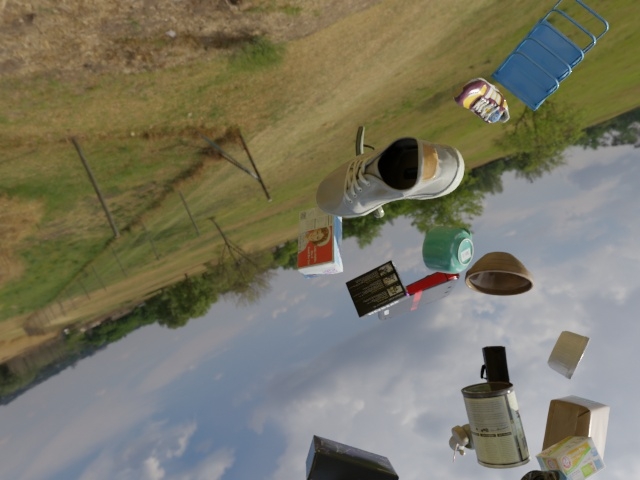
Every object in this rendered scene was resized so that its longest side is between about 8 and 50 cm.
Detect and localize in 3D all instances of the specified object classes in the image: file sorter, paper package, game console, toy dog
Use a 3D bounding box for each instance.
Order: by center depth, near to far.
[{"bbox_3d":[0.460,-0.378,0.859,0.170,0.118,0.104,-49,176,-5],"label":"file sorter"},{"bbox_3d":[0.394,0.226,1.772,0.342,0.060,0.386,-21,159,2],"label":"game console"},{"bbox_3d":[1.121,0.855,1.878,0.325,0.309,0.168,16,174,-43],"label":"paper package"},{"bbox_3d":[0.677,0.918,1.921,0.220,0.160,0.333,-29,145,6],"label":"toy dog"}]

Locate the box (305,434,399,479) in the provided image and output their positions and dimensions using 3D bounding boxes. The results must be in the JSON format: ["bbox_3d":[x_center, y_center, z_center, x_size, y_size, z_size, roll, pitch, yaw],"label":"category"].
[{"bbox_3d":[0.091,0.715,1.335,0.262,0.103,0.184,17,172,0],"label":"box"}]

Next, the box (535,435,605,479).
[{"bbox_3d":[0.922,0.816,1.581,0.203,0.114,0.103,-12,162,-24],"label":"box"}]

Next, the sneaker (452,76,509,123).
[{"bbox_3d":[0.373,-0.311,0.969,0.186,0.083,0.069,-10,158,-41],"label":"sneaker"}]

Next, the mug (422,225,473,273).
[{"bbox_3d":[0.365,0.015,1.187,0.097,0.130,0.157,8,-109,51],"label":"mug"}]

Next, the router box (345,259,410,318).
[{"bbox_3d":[0.188,0.165,1.430,0.179,0.133,0.046,-28,155,16],"label":"router box"}]

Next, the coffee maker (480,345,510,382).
[{"bbox_3d":[0.829,0.583,1.998,0.120,0.178,0.171,1,164,-11],"label":"coffee maker"}]

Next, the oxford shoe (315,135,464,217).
[{"bbox_3d":[0.123,-0.153,1.042,0.130,0.169,0.450,7,172,-38],"label":"oxford shoe"}]

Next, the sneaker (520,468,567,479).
[{"bbox_3d":[0.543,0.617,1.075,0.078,0.067,0.188,-9,147,-15],"label":"sneaker"}]

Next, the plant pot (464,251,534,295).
[{"bbox_3d":[0.664,0.115,1.596,0.237,0.237,0.109,-24,-134,50],"label":"plant pot"}]

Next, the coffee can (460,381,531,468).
[{"bbox_3d":[0.686,0.717,1.684,0.202,0.275,0.201,-9,169,-2],"label":"coffee can"}]

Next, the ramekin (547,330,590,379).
[{"bbox_3d":[1.099,0.502,1.904,0.109,0.207,0.207,26,-144,34],"label":"ramekin"}]

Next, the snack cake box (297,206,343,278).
[{"bbox_3d":[0.000,0.000,1.622,0.152,0.264,0.089,-12,146,20],"label":"snack cake box"}]

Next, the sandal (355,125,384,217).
[{"bbox_3d":[0.172,-0.225,1.389,0.086,0.302,0.120,-16,-165,8],"label":"sandal"}]
